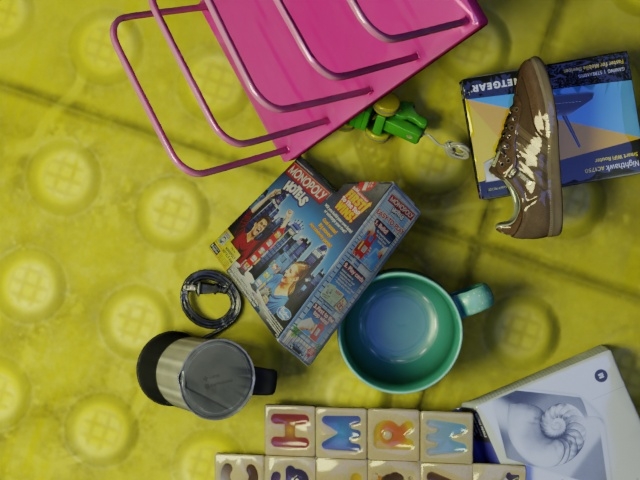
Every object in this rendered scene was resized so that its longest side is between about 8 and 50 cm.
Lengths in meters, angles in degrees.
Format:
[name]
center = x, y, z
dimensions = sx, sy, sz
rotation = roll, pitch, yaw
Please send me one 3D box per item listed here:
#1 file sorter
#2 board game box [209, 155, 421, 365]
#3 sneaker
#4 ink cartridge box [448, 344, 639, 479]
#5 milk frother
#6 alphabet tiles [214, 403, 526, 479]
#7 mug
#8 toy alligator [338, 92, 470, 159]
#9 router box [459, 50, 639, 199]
[file sorter]
center = -0.035, -0.212, 1.174
dimensions = 0.291, 0.182, 0.202
rotation = -32, 84, 40
[board game box]
center = 0.000, 0.000, 1.274
dimensions = 0.194, 0.194, 0.060
rotation = -44, 130, 2
[sneaker]
center = 0.209, -0.094, 1.252
dimensions = 0.071, 0.066, 0.188
rotation = -6, 94, 4
[ink cartridge box]
center = 0.253, 0.257, 1.320
dimensions = 0.224, 0.045, 0.223
rotation = -24, 91, 4
[milk frother]
center = -0.120, 0.107, 1.287
dimensions = 0.129, 0.135, 0.143
rotation = -12, 95, -28
[alphabet tiles]
center = 0.052, 0.323, 1.326
dimensions = 0.343, 0.011, 0.285
rotation = 1, 96, 9
[mug]
center = 0.097, 0.096, 1.296
dimensions = 0.158, 0.097, 0.129
rotation = 10, 92, 2
[toy alligator]
center = 0.076, -0.138, 1.313
dimensions = 0.190, 0.056, 0.051
rotation = 19, 52, 2
[router box]
center = 0.249, -0.123, 1.305
dimensions = 0.179, 0.046, 0.133
rotation = -10, 93, 3
